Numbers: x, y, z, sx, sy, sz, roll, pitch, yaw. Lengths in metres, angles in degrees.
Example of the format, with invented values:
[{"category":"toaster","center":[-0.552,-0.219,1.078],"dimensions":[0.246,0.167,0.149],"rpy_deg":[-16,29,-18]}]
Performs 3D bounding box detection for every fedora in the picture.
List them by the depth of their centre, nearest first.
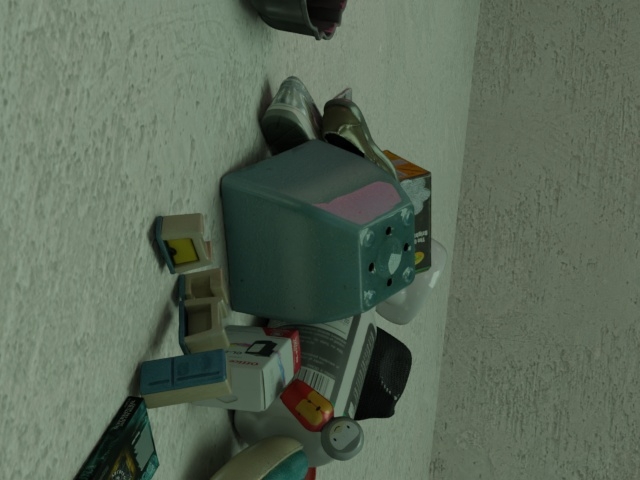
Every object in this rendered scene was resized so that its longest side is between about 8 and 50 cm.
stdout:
[{"category":"fedora","center":[0.108,0.288,2.243],"dimensions":[0.334,0.152,0.334],"rpy_deg":[-162,-90,-88]}]

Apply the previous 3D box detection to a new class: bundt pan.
[{"category":"bundt pan","center":[-0.045,-0.500,1.729],"dimensions":[0.331,0.124,0.331],"rpy_deg":[4,90,-73]}]

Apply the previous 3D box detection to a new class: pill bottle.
[{"category":"pill bottle","center":[-0.012,0.209,1.883],"dimensions":[0.204,0.204,0.361],"rpy_deg":[78,23,-43]}]

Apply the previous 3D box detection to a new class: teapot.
[{"category":"teapot","center":[0.187,0.072,2.592],"dimensions":[0.253,0.187,0.256],"rpy_deg":[-60,-177,-17]}]

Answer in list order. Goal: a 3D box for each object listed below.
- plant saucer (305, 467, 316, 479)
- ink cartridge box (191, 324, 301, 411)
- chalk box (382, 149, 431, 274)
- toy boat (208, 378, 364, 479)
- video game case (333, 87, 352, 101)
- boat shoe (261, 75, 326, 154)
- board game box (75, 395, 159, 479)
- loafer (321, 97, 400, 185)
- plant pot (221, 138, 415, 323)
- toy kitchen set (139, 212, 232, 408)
[{"category":"plant saucer","center":[-0.061,0.427,2.052],"dimensions":[0.259,0.047,0.259],"rpy_deg":[2,92,-74]},{"category":"ink cartridge box","center":[-0.118,0.200,1.651],"dimensions":[0.175,0.127,0.072],"rpy_deg":[-42,133,-67]},{"category":"chalk box","center":[0.116,-0.019,2.193],"dimensions":[0.179,0.180,0.289],"rpy_deg":[36,-47,54]},{"category":"toy boat","center":[-0.065,0.372,1.644],"dimensions":[0.318,0.148,0.267],"rpy_deg":[-54,166,22]},{"category":"video game case","center":[0.051,-0.286,2.311],"dimensions":[0.122,0.011,0.087],"rpy_deg":[-49,141,-64]},{"category":"boat shoe","center":[-0.019,-0.169,1.925],"dimensions":[0.320,0.118,0.103],"rpy_deg":[58,43,-53]},{"category":"board game box","center":[-0.267,0.311,1.352],"dimensions":[0.186,0.026,0.126],"rpy_deg":[-62,152,-54]},{"category":"loafer","center":[0.063,-0.140,1.882],"dimensions":[0.251,0.094,0.087],"rpy_deg":[56,44,-34]},{"category":"plant pot","center":[0.018,-0.001,1.712],"dimensions":[0.247,0.252,0.248],"rpy_deg":[-28,124,-44]},{"category":"toy kitchen set","center":[-0.202,0.094,1.427],"dimensions":[0.166,0.122,0.207],"rpy_deg":[77,4,-45]}]
